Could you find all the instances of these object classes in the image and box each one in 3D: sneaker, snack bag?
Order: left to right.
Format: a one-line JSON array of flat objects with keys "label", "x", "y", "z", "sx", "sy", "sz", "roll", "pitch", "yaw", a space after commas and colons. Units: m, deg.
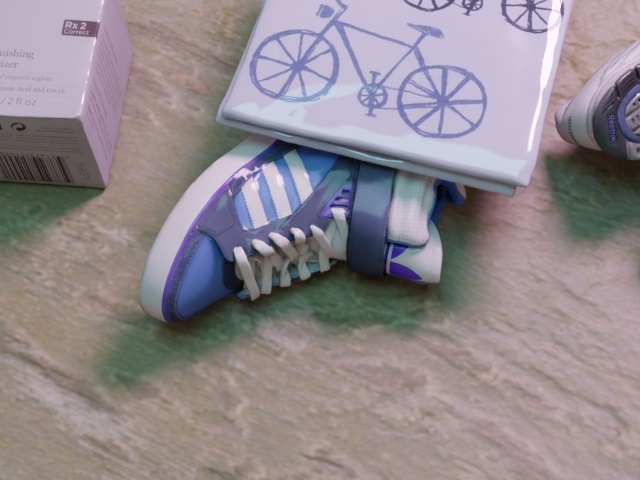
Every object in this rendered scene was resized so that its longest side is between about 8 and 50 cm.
[{"label": "sneaker", "x": 0.000, "y": 0.000, "z": 1.561, "sx": 0.236, "sy": 0.130, "sz": 0.323, "roll": 31, "pitch": 65, "yaw": 23}, {"label": "snack bag", "x": 0.092, "y": -0.230, "z": 1.587, "sx": 0.323, "sy": 0.037, "sz": 0.343, "roll": 13, "pitch": 68, "yaw": 10}, {"label": "sneaker", "x": 0.364, "y": -0.188, "z": 1.630, "sx": 0.297, "sy": 0.129, "sz": 0.111, "roll": -31, "pitch": 108, "yaw": -23}]

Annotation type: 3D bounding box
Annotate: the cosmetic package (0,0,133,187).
[{"label": "cosmetic package", "x": -0.297, "y": -0.173, "z": 1.662, "sx": 0.151, "sy": 0.151, "sz": 0.184, "roll": 3, "pitch": 64, "yaw": 5}]
